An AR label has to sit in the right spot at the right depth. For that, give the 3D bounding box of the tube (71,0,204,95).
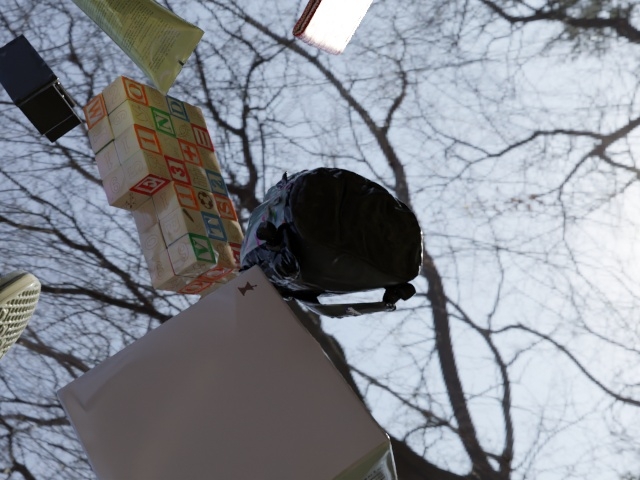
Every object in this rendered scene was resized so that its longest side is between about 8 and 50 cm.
[{"bbox_3d":[-0.249,-0.285,0.945,0.062,0.240,0.070,-39,-19,-30],"label":"tube"}]

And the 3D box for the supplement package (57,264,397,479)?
[{"bbox_3d":[-0.062,0.203,0.686,0.198,0.199,0.262,-32,-33,-12],"label":"supplement package"}]

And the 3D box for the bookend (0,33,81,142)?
[{"bbox_3d":[-0.424,-0.213,1.183,0.072,0.157,0.156,-37,-40,-9],"label":"bookend"}]

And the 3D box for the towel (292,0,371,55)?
[{"bbox_3d":[0.040,-0.407,1.260,0.198,0.031,0.275,-59,-8,14],"label":"towel"}]

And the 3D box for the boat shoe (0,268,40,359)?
[{"bbox_3d":[-0.571,0.157,0.964,0.500,0.156,0.186,-40,-17,-48],"label":"boat shoe"}]

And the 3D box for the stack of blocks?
[{"bbox_3d":[-0.221,-0.074,1.105,0.171,0.087,0.297,14,-130,-56],"label":"stack of blocks"}]

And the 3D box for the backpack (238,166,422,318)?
[{"bbox_3d":[0.000,0.000,0.721,0.152,0.182,0.115,31,-112,-18],"label":"backpack"}]

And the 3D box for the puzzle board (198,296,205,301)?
[{"bbox_3d":[-0.173,0.121,1.354,0.128,0.096,0.011,-71,-13,-44],"label":"puzzle board"}]
